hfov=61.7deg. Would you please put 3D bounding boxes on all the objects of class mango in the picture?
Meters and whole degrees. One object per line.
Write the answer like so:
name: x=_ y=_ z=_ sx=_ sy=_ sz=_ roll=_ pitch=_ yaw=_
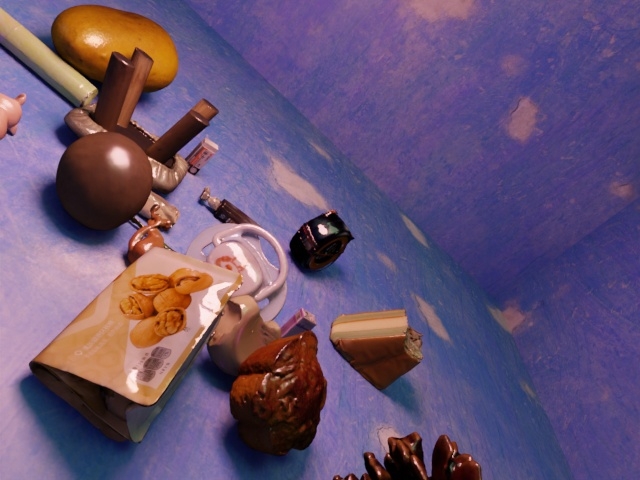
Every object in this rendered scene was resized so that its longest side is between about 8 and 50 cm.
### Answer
mango: x=-0.592 y=-0.551 z=1.555 sx=0.301 sy=0.220 sz=0.445 roll=34 pitch=22 yaw=0

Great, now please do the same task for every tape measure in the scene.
tape measure: x=0.000 y=0.000 z=1.767 sx=0.135 sy=0.202 sz=0.223 roll=54 pitch=7 yaw=20

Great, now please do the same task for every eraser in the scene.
eraser: x=-0.365 y=-0.252 z=1.618 sx=0.052 sy=0.122 sz=0.029 roll=30 pitch=30 yaw=-37

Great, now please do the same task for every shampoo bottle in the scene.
shampoo bottle: x=-0.268 y=-0.079 z=1.590 sx=0.207 sy=0.057 sz=0.063 roll=39 pitch=23 yaw=-22

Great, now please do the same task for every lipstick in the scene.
lipstick: x=-0.718 y=-0.465 z=1.383 sx=0.304 sy=0.076 sz=0.076 roll=41 pitch=22 yaw=-15

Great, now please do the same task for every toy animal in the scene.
toy animal: x=-0.329 y=0.071 z=1.163 sx=0.312 sy=0.097 sz=0.157 roll=49 pitch=27 yaw=7
toy animal: x=-0.664 y=-0.247 z=1.098 sx=0.089 sy=0.083 sz=0.150 roll=51 pitch=29 yaw=-29

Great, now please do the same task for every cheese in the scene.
cheese: x=-0.138 y=0.237 z=1.190 sx=0.082 sy=0.163 sz=0.286 roll=13 pitch=-23 yaw=37

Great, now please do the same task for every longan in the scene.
longan: x=-0.455 y=-0.129 z=1.137 sx=0.196 sy=0.196 sz=0.220 roll=39 pitch=35 yaw=-22

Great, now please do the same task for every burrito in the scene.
burrito: x=-0.464 y=-0.123 z=1.292 sx=0.275 sy=0.059 sz=0.082 roll=36 pitch=17 yaw=-27

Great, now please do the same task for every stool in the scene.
stool: x=-0.439 y=-0.312 z=1.388 sx=0.310 sy=0.226 sz=0.310 roll=37 pitch=15 yaw=-17

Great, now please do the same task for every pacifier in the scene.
pacifier: x=-0.195 y=0.092 z=1.317 sx=0.279 sy=0.227 sz=0.207 roll=55 pitch=-18 yaw=13

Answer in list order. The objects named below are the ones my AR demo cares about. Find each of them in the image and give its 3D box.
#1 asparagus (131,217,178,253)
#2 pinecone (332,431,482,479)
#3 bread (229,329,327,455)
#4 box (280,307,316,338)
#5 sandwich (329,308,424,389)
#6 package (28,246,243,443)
asparagus: x=-0.401 y=-0.012 z=1.267 sx=0.233 sy=0.023 sz=0.022 roll=42 pitch=-23 yaw=-15
pinecone: x=0.149 y=0.548 z=0.909 sx=0.398 sy=0.398 sz=0.398 roll=40 pitch=22 yaw=-20
bread: x=-0.075 y=0.314 z=1.076 sx=0.246 sy=0.135 sz=0.232 roll=-31 pitch=110 yaw=-61
box: x=-0.066 y=0.227 z=1.354 sx=0.050 sy=0.117 sz=0.036 roll=33 pitch=21 yaw=-28
sandwich: x=0.177 y=0.287 z=1.602 sx=0.227 sy=0.198 sz=0.155 roll=43 pitch=22 yaw=-12
package: x=-0.294 y=0.180 z=0.935 sx=0.221 sy=0.165 sz=0.311 roll=16 pitch=38 yaw=12
